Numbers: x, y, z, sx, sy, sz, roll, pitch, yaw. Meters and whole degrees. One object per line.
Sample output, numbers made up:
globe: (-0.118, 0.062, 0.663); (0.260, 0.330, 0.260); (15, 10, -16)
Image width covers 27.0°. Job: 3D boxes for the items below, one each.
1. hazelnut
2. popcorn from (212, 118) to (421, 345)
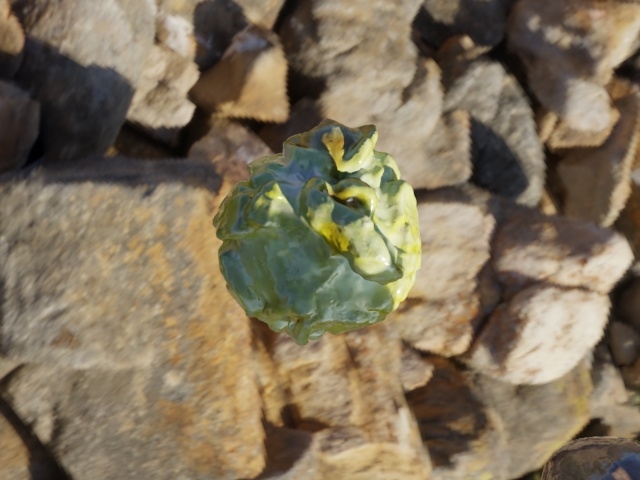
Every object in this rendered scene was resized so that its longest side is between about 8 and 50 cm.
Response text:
hazelnut: (0.148, 0.133, 0.656); (0.086, 0.086, 0.086); (6, 74, -20)
popcorn: (0.000, 0.000, 0.888); (0.141, 0.162, 0.135); (-31, 131, -10)
